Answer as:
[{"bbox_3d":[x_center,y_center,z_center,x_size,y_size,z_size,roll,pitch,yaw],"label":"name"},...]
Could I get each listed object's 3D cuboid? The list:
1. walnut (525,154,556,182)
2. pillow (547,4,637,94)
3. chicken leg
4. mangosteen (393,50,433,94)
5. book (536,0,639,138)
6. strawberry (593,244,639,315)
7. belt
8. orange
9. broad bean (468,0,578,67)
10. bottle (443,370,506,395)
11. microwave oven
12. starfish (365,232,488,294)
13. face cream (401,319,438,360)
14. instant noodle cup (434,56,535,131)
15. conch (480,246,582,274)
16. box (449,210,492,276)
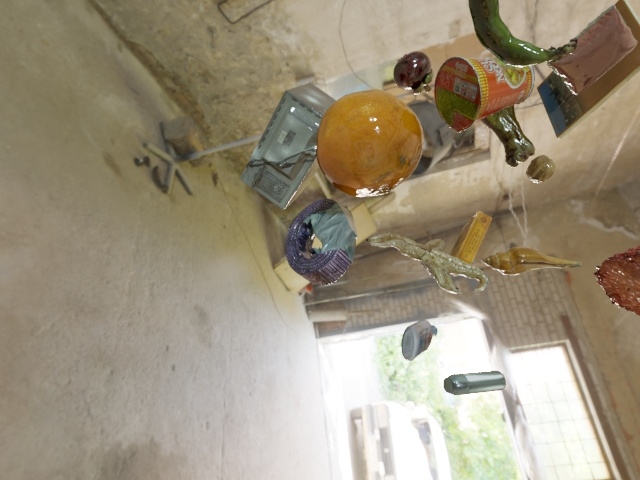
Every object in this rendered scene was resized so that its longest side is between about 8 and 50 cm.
[{"bbox_3d":[0.721,-0.235,1.332,0.079,0.082,0.096,58,-22,22],"label":"walnut"},{"bbox_3d":[0.710,-0.494,1.069,0.171,0.179,0.075,24,38,-31],"label":"pillow"},{"bbox_3d":[0.611,-0.437,1.350,0.361,0.211,0.140,56,3,4],"label":"chicken leg"},{"bbox_3d":[0.429,-0.751,1.843,0.200,0.200,0.200,-13,90,-76],"label":"mangosteen"},{"bbox_3d":[0.903,-0.564,1.369,0.374,0.028,0.262,120,-30,-58],"label":"book"},{"bbox_3d":[0.786,0.079,0.919,0.234,0.178,0.234,45,-17,18],"label":"strawberry"},{"bbox_3d":[0.000,0.000,1.411,0.122,0.260,0.325,41,27,-38],"label":"belt"},{"bbox_3d":[0.137,-0.274,1.163,0.312,0.312,0.312,-13,90,-76],"label":"orange"},{"bbox_3d":[0.371,-0.456,0.808,0.292,0.144,0.049,46,50,-17],"label":"broad bean"},{"bbox_3d":[0.593,0.544,1.555,0.096,0.254,0.079,141,-51,-65],"label":"bottle"},{"bbox_3d":[-0.102,-0.402,1.727,0.236,0.432,0.374,35,32,0],"label":"microwave oven"},{"bbox_3d":[0.390,0.083,1.391,0.432,0.082,0.324,4,36,-46],"label":"starfish"},{"bbox_3d":[0.478,0.459,1.932,0.337,0.080,0.163,2,94,-57],"label":"face cream"},{"bbox_3d":[0.453,-0.415,1.110,0.193,0.212,0.193,162,-90,-73],"label":"instant noodle cup"},{"bbox_3d":[0.735,0.066,1.431,0.109,0.330,0.093,75,14,-47],"label":"conch"},{"bbox_3d":[0.680,0.016,1.887,0.274,0.076,0.174,-57,174,-21],"label":"box"}]
